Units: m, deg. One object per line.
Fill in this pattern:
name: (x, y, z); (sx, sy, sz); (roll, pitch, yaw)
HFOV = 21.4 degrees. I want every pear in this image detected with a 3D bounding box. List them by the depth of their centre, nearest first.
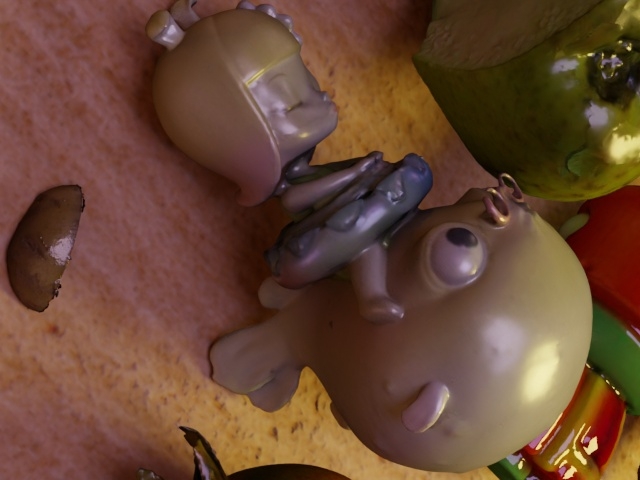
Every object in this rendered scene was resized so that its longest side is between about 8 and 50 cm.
pear: (0.212, -0.150, 1.224); (0.176, 0.286, 0.281); (45, 35, -26)

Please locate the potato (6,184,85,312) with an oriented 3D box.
potato: (-0.191, 0.001, 1.158); (0.036, 0.037, 0.093); (19, 84, -27)

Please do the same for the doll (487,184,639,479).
doll: (0.257, 0.050, 1.360); (0.363, 0.160, 0.182); (-54, 133, -16)

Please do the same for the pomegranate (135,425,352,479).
pomegranate: (-0.043, 0.247, 1.170); (0.221, 0.221, 0.256); (-37, 101, -25)

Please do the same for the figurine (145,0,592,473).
figurine: (0.000, 0.000, 1.194); (0.394, 0.274, 0.226); (51, 23, -3)

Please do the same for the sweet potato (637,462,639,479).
sweet potato: (0.363, 0.090, 1.461); (0.112, 0.112, 0.359); (38, 74, -28)
